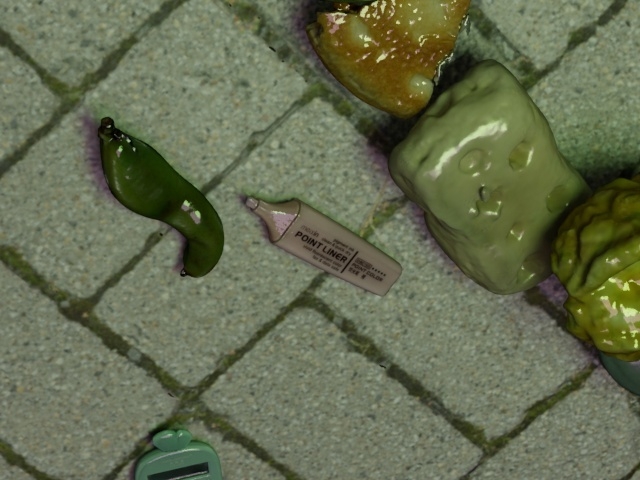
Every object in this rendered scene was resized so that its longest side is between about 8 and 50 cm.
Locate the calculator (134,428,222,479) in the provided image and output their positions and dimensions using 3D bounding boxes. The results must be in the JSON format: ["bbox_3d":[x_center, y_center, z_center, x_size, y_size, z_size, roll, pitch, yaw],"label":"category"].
[{"bbox_3d":[-0.153,0.262,1.791,0.095,0.021,0.153,-12,121,-11],"label":"calculator"}]

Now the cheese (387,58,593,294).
[{"bbox_3d":[0.177,-0.050,1.657,0.159,0.093,0.263,-40,136,0],"label":"cheese"}]

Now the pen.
[{"bbox_3d":[0.000,0.000,1.688,0.197,0.032,0.053,28,107,-30],"label":"pen"}]

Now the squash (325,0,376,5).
[{"bbox_3d":[0.029,-0.316,1.443,0.220,0.133,0.220,-1,93,-12],"label":"squash"}]

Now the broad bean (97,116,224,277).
[{"bbox_3d":[-0.156,-0.044,1.605,0.070,0.048,0.213,-34,126,1],"label":"broad bean"}]

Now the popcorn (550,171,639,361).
[{"bbox_3d":[0.322,0.024,1.642,0.197,0.155,0.197,-2,110,-6],"label":"popcorn"}]

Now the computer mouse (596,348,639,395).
[{"bbox_3d":[0.432,0.002,1.772,0.188,0.122,0.371,35,103,-20],"label":"computer mouse"}]

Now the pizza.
[{"bbox_3d":[0.081,-0.223,1.572,0.154,0.069,0.194,38,95,-30],"label":"pizza"}]
